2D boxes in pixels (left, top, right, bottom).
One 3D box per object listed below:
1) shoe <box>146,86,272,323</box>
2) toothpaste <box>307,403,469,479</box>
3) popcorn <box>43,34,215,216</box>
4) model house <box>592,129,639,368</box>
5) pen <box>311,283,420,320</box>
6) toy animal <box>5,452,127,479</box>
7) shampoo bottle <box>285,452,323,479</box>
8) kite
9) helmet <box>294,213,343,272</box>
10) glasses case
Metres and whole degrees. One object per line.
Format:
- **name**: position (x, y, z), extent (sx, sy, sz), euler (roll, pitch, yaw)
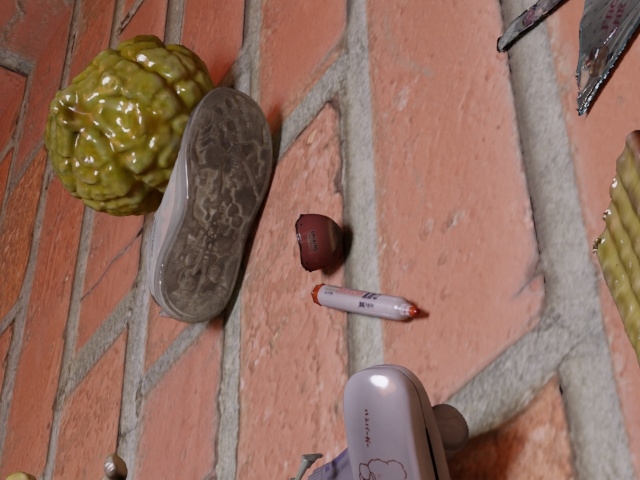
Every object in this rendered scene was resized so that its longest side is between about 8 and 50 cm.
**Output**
- **shoe**: position (-0.158, -0.034, 1.821), extent (0.159, 0.124, 0.316), euler (-32, 40, 63)
- **toothpaste**: position (0.045, 0.211, 1.239), extent (0.099, 0.068, 0.282), euler (-49, 2, -38)
- **popcorn**: position (-0.271, -0.165, 2.054), extent (0.258, 0.224, 0.270), euler (-52, -5, -35)
- **model house**: position (0.264, 0.014, 0.804), extent (0.254, 0.160, 0.196), euler (-49, 36, 31)
- **pen**: position (0.045, 0.063, 1.407), extent (0.218, 0.026, 0.026), euler (6, 74, 65)
- **toy animal**: position (-0.259, 0.324, 1.575), extent (0.168, 0.233, 0.121), euler (-45, 36, 24)
- **shampoo bottle**: position (-0.049, 0.285, 1.333), extent (0.056, 0.056, 0.195), euler (-118, 46, -61)
- **kite**: position (0.259, -0.258, 1.270), extent (0.314, 0.011, 0.335), euler (-34, 38, 52)
- **helmet**: position (0.001, 0.000, 1.530), extent (0.084, 0.049, 0.065), euler (-57, -43, -83)
- **glasses case**: position (0.065, 0.193, 1.111), extent (0.074, 0.049, 0.193), euler (-8, 97, 42)
